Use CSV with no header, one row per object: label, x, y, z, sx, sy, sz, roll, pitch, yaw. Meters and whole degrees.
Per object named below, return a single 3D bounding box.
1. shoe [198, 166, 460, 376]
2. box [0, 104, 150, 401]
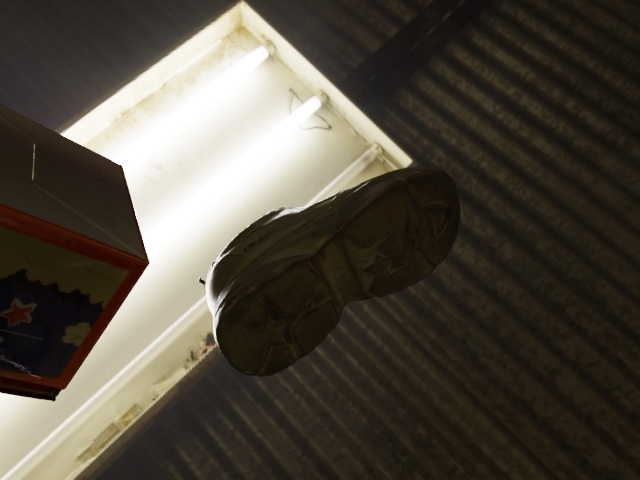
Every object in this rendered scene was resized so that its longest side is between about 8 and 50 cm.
shoe,0.000,0.000,0.623,0.341,0.132,0.210,-32,-151,-15
box,-0.470,-0.013,0.720,0.257,0.318,0.349,-52,-139,11
